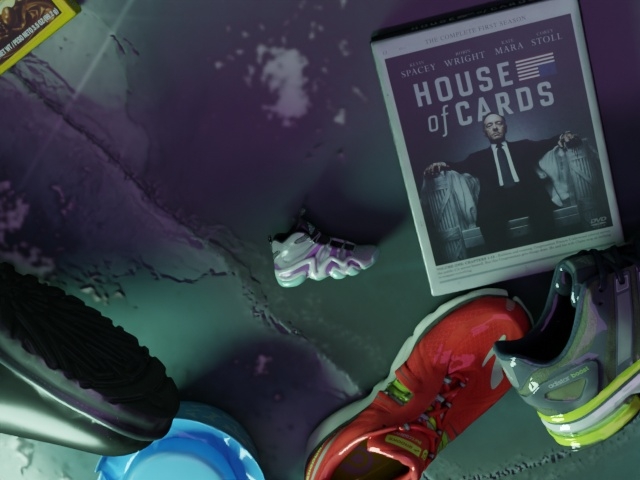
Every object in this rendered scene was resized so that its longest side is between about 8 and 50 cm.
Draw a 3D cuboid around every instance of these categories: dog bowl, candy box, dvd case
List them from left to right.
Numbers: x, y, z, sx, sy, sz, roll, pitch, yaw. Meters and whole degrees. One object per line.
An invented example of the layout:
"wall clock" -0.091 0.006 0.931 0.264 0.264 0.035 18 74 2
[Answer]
"candy box" -0.318 -0.179 1.155 0.206 0.027 0.105 -35 100 14
"dog bowl" -0.157 0.282 1.284 0.166 0.074 0.297 26 110 -5
"dvd case" 0.157 -0.081 1.158 0.179 0.029 0.238 -13 109 8

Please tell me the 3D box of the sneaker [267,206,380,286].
"sneaker" 0.000 0.000 1.191 0.098 0.038 0.069 -14 109 8

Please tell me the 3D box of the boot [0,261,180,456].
"boot" -0.368 0.235 1.222 0.367 0.146 0.445 31 105 13

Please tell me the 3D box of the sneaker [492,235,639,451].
"sneaker" 0.272 0.039 1.127 0.121 0.111 0.300 39 95 -22

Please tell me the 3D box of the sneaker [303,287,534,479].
"sneaker" 0.092 0.164 1.201 0.107 0.118 0.279 39 107 -11
